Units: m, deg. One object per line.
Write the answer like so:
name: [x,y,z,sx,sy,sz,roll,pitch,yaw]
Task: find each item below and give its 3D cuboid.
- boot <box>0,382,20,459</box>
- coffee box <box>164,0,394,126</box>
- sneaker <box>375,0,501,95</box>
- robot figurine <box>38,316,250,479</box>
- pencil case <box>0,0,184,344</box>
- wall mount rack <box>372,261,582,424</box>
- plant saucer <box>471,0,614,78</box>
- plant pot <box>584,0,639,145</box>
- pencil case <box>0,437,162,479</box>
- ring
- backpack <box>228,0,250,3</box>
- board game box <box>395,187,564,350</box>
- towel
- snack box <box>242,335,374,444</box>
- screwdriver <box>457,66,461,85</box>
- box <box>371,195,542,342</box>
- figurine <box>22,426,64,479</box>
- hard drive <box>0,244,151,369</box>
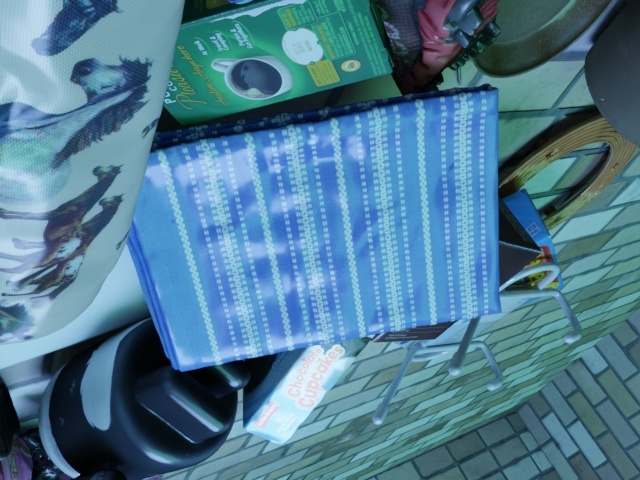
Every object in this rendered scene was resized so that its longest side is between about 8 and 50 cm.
boot: [-0.420,0.213,0.700,0.178,0.085,0.236,-19,176,-18]
coffee box: [-0.047,-0.148,0.503,0.184,0.041,0.113,-12,156,15]
sneaker: [0.083,-0.203,0.558,0.097,0.135,0.276,-44,176,-1]
robot figurine: [-0.207,0.190,0.789,0.278,0.174,0.209,-27,169,37]
pencil case: [-0.179,-0.097,0.390,0.183,0.160,0.410,-28,158,-42]
wall mount rack: [0.236,0.173,1.079,0.304,0.131,0.350,-2,149,-33]
plant saucer: [0.227,-0.252,0.682,0.198,0.036,0.199,-24,152,-14]
plant pot: [0.437,-0.221,0.758,0.263,0.263,0.229,-11,164,-34]
pencil case: [-0.389,0.380,0.991,0.160,0.167,0.386,-13,156,15]
ring: [0.377,-0.091,1.114,0.336,0.032,0.337,-24,151,-14]
backpack: [0.002,-0.216,0.381,0.116,0.158,0.173,4,140,-38]
board game box: [0.234,0.068,1.123,0.301,0.086,0.308,-27,154,14]
towel: [0.000,0.000,0.610,0.335,0.040,0.243,-10,120,-1]
snack box: [0.016,0.054,0.770,0.060,0.187,0.322,29,111,-19]
screwdriver: [0.142,-0.207,0.696,0.025,0.024,0.170,-61,159,-5]
box: [0.137,0.010,0.885,0.203,0.169,0.167,-44,150,25]
figurine: [-0.300,0.337,0.912,0.092,0.215,0.209,-17,170,23]
hard drive: [-0.278,0.042,0.653,0.352,0.047,0.233,-19,151,-22]
